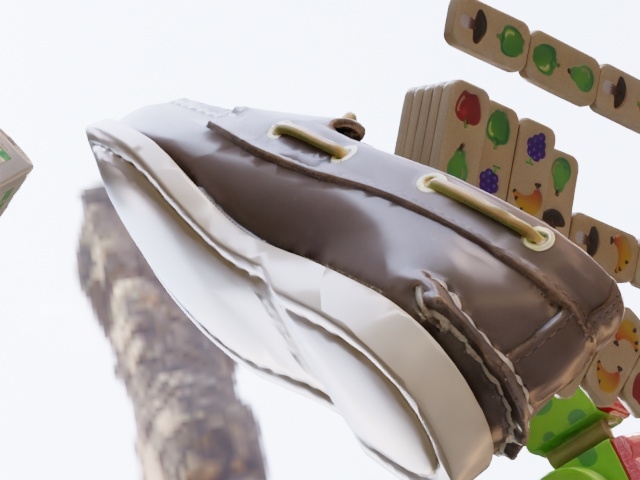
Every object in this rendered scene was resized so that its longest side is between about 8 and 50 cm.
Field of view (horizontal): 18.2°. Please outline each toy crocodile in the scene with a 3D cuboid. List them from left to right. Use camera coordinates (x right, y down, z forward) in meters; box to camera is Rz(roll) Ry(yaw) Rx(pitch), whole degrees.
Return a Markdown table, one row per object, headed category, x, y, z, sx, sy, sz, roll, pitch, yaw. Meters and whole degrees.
| category | x | y | z | sx | sy | sz | roll | pitch | yaw |
| --- | --- | --- | --- | --- | --- | --- | --- | --- | --- |
| toy crocodile | 0.177 | 0.126 | 1.411 | 0.105 | 0.340 | 0.115 | -33 | -19 | 18 |

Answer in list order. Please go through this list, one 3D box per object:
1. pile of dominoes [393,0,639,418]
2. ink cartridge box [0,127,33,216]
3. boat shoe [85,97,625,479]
| category | x | y | z | sx | sy | sz | roll | pitch | yaw |
| --- | --- | --- | --- | --- | --- | --- | --- | --- | --- |
| pile of dominoes | 0.143 | -0.012 | 1.103 | 0.251 | 0.196 | 0.040 | 20 | -14 | -37 |
| ink cartridge box | -0.319 | 0.023 | 1.400 | 0.056 | 0.225 | 0.181 | 44 | -52 | 5 |
| boat shoe | 0.000 | 0.000 | 0.839 | 0.097 | 0.324 | 0.116 | -35 | -60 | -15 |
